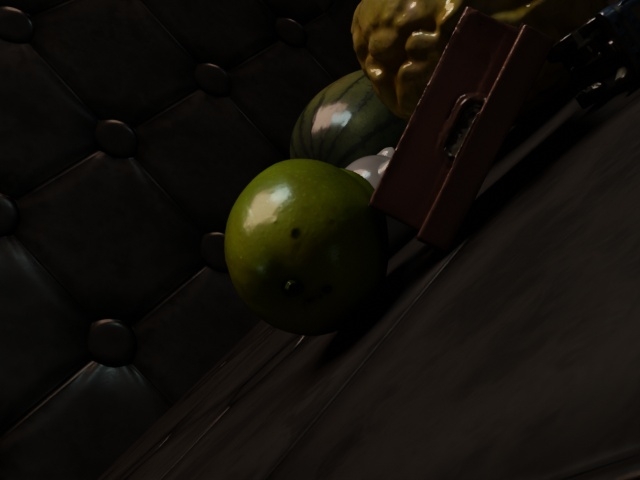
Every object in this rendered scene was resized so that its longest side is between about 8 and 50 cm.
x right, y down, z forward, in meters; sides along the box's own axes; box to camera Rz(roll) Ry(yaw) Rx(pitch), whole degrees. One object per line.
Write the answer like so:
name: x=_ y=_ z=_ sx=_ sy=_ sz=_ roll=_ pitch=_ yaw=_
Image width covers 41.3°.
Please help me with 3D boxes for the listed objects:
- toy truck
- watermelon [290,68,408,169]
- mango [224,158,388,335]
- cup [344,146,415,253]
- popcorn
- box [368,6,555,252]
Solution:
toy truck: x=0.274 y=-0.178 z=0.790 sx=0.088 sy=0.074 sz=0.202 roll=-34 pitch=0 yaw=1
watermelon: x=0.104 y=-0.180 z=1.566 sx=0.359 sy=0.279 sz=0.279 roll=-41 pitch=0 yaw=-40
mango: x=0.000 y=0.000 z=0.858 sx=0.143 sy=0.175 sz=0.293 roll=-11 pitch=8 yaw=17
cup: x=0.087 y=-0.038 z=1.195 sx=0.142 sy=0.173 sz=0.134 roll=-41 pitch=32 yaw=13
popcorn: x=0.233 y=-0.308 z=1.214 sx=0.354 sy=0.344 sz=0.390 roll=65 pitch=-141 yaw=-50
box: x=0.134 y=-0.111 z=0.840 sx=0.215 sy=0.086 sz=0.215 roll=-64 pitch=-5 yaw=12
